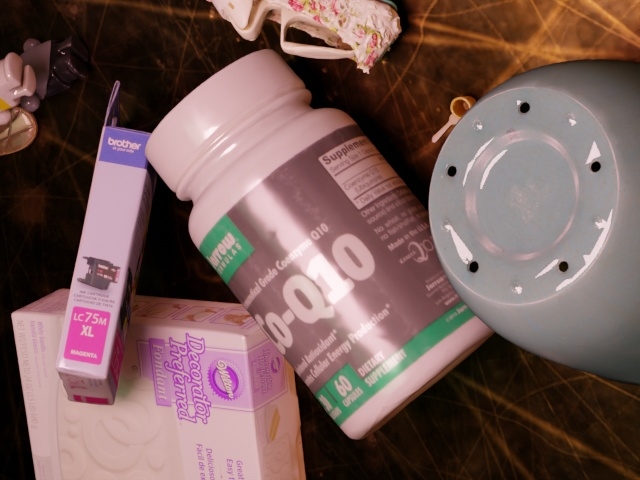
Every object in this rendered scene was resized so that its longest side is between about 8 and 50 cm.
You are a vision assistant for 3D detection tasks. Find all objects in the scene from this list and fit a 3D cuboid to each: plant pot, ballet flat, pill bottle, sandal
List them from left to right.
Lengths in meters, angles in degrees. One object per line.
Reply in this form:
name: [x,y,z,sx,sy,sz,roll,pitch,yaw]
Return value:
sandal: [-0.407,-0.126,2.082,0.180,0.049,0.072,-9,107,20]
ballet flat: [-0.038,-0.228,1.756,0.241,0.091,0.077,18,81,16]
pill bottle: [0.000,0.000,1.762,0.361,0.204,0.204,51,125,8]
plant pot: [0.232,-0.025,1.528,0.293,0.235,0.293,-6,80,36]

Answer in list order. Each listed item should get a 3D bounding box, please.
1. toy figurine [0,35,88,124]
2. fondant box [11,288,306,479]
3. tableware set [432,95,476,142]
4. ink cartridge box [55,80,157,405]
toy figurine: [-0.375,-0.227,1.922,0.148,0.213,0.209,-19,100,23]
fondant box: [-0.184,0.190,2.013,0.330,0.096,0.238,3,107,31]
tableware set: [0.180,-0.078,1.731,0.154,0.024,0.104,48,124,11]
ink cartridge box: [-0.219,0.007,1.868,0.065,0.186,0.311,8,76,-3]
